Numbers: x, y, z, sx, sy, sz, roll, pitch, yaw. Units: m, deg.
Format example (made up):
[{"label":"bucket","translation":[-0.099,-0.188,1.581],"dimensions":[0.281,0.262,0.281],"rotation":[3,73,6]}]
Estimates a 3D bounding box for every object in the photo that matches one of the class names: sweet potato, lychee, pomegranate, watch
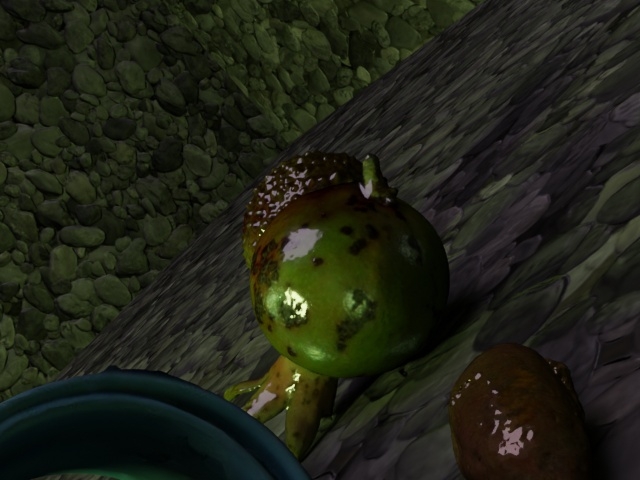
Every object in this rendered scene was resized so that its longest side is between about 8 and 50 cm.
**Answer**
[{"label":"sweet potato","translation":[0.093,0.078,0.574],"dimensions":[0.068,0.068,0.226],"rotation":[-40,8,10]},{"label":"lychee","translation":[0.000,0.000,1.092],"dimensions":[0.171,0.171,0.171],"rotation":[-40,9,8]},{"label":"pomegranate","translation":[0.000,0.050,0.852],"dimensions":[0.220,0.156,0.156],"rotation":[-43,8,20]},{"label":"watch","translation":[-0.064,0.145,0.429],"dimensions":[0.211,0.193,0.211],"rotation":[-47,-5,-5]}]
